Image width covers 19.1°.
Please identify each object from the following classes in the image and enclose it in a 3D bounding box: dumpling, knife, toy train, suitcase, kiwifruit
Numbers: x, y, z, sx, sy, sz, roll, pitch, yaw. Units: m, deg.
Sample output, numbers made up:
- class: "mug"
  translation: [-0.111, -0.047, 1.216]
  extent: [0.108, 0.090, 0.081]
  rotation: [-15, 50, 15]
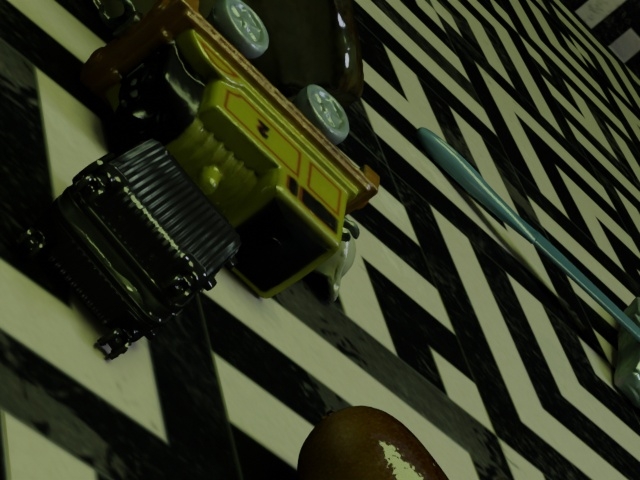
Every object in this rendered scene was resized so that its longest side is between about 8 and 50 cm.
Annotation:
- class: "dumpling"
  translation: [0.001, -0.001, 1.223]
  extent: [0.077, 0.043, 0.059]
  rotation: [51, -7, 12]
- class: "knife"
  translation: [0.203, 0.004, 1.742]
  extent: [0.313, 0.019, 0.044]
  rotation: [43, 17, -1]
- class: "toy train"
  translation: [-0.052, -0.057, 1.119]
  extent: [0.219, 0.089, 0.127]
  rotation: [44, 27, -24]
- class: "suitcase"
  translation: [-0.091, -0.001, 0.939]
  extent: [0.086, 0.059, 0.126]
  rotation: [51, 14, -3]
- class: "kiwifruit"
  translation: [0.036, 0.138, 0.945]
  extent: [0.124, 0.075, 0.075]
  rotation: [56, 16, 8]

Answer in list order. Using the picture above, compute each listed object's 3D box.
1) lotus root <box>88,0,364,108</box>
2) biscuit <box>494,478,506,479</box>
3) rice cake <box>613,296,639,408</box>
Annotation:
- class: "lotus root"
  translation: [-0.082, -0.213, 1.251]
  extent: [0.314, 0.210, 0.142]
  rotation: [64, 28, -1]
- class: "biscuit"
  translation: [0.137, 0.201, 1.163]
  extent: [0.124, 0.026, 0.175]
  rotation: [49, 16, -8]
- class: "rice cake"
  translation: [0.329, 0.129, 1.820]
  extent: [0.127, 0.043, 0.237]
  rotation: [48, 15, -6]
